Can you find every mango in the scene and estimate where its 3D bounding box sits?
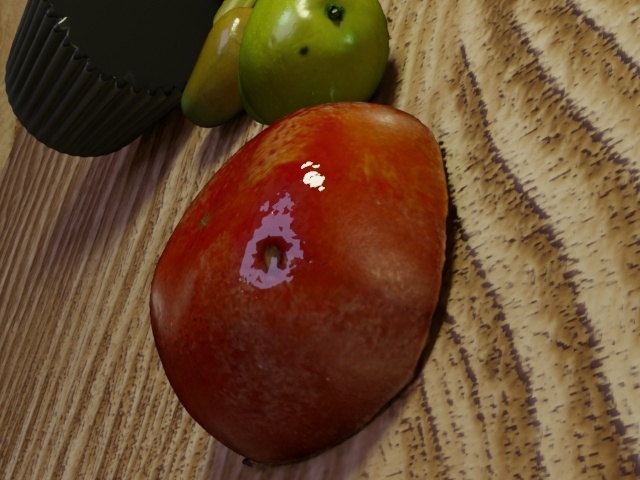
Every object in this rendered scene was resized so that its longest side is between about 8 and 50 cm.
[{"bbox_3d":[-0.018,-0.190,1.284,0.293,0.143,0.175,173,117,-76],"label":"mango"},{"bbox_3d":[-0.121,-0.216,1.593,0.195,0.092,0.130,-39,32,52],"label":"mango"}]

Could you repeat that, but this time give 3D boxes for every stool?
[{"bbox_3d":[-0.320,-0.297,1.879,0.330,0.297,0.297,-32,36,58],"label":"stool"}]

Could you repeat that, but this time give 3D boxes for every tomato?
[{"bbox_3d":[-0.043,0.018,1.045,0.338,0.144,0.338,-40,36,38],"label":"tomato"}]

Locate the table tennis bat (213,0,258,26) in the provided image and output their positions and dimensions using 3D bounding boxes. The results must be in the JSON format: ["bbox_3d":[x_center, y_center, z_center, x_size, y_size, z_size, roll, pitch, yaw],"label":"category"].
[{"bbox_3d":[-0.030,-0.414,1.677,0.368,0.054,0.224,-48,19,26],"label":"table tennis bat"}]
